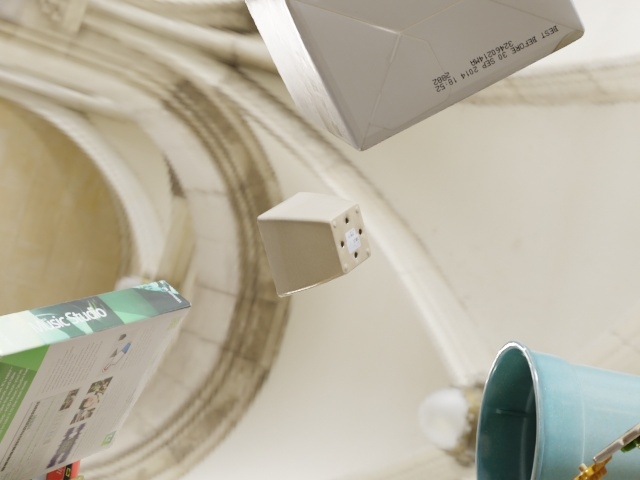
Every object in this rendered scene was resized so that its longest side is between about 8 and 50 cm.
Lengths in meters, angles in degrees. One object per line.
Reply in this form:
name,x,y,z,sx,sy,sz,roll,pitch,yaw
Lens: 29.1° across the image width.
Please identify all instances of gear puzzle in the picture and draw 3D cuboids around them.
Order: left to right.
gear puzzle,0.444,0.248,1.616,0.339,0.175,0.044,-43,-106,26

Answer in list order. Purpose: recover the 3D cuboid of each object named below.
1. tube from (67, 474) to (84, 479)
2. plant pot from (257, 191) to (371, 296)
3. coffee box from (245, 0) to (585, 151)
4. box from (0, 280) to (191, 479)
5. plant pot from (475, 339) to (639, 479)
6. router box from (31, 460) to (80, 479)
tube,-0.325,0.314,1.375,0.062,0.240,0.070,29,-85,23
plant pot,0.000,0.000,1.559,0.096,0.109,0.109,-6,-73,34
coffee box,0.051,-0.167,0.909,0.168,0.118,0.297,-28,-167,-3
box,-0.299,0.168,1.357,0.058,0.322,0.232,38,-68,18
plant pot,0.475,0.360,2.126,0.341,0.334,0.341,-172,-90,-81
router box,-0.481,0.373,1.536,0.082,0.336,0.301,56,36,-61
